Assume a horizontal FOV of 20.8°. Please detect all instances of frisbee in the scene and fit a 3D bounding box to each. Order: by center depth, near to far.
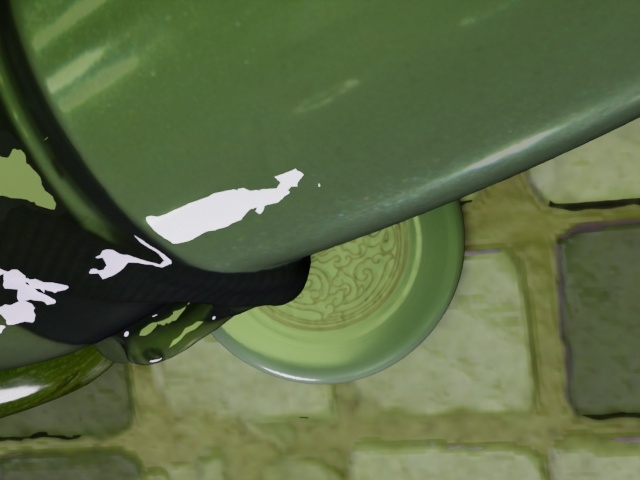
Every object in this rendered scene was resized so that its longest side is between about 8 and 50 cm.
[{"bbox_3d":[0.000,0.000,0.657,0.110,0.014,0.110,0,95,-1],"label":"frisbee"}]

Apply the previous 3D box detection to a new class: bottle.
[{"bbox_3d":[-0.009,-0.074,0.548,0.347,0.168,0.168,-28,95,23],"label":"bottle"}]

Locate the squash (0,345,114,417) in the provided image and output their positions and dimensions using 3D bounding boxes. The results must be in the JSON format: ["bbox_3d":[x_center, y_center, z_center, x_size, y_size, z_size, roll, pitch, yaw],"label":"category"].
[{"bbox_3d":[-0.202,0.042,0.717,0.319,0.080,0.071,0,140,17],"label":"squash"}]
